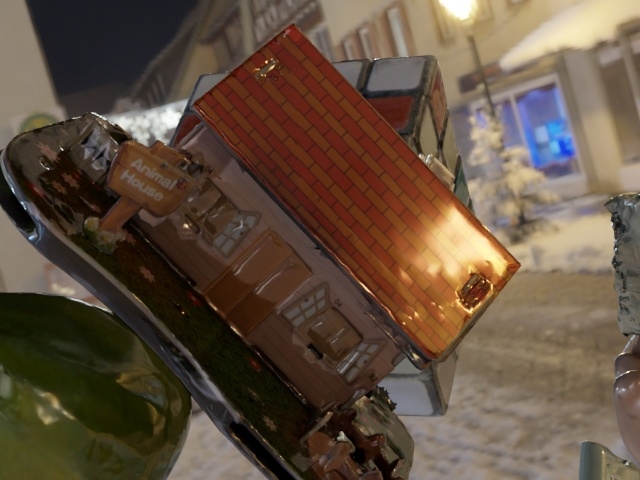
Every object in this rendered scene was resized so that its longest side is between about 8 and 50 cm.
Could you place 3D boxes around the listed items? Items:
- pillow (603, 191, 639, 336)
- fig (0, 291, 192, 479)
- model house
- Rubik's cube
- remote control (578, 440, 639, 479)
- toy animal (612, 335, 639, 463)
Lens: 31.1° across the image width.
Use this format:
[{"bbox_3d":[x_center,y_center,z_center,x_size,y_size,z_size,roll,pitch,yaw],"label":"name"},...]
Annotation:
[{"bbox_3d":[0.260,0.015,0.767,0.128,0.050,0.229,-8,-28,13],"label":"pillow"},{"bbox_3d":[-0.181,0.111,0.796,0.167,0.233,0.167,-14,45,15],"label":"fig"},{"bbox_3d":[-0.009,-0.001,0.634,0.154,0.294,0.207,-44,3,12],"label":"model house"},{"bbox_3d":[0.000,-0.001,1.119,0.253,0.259,0.256,-3,45,22],"label":"Rubik's cube"},{"bbox_3d":[0.334,0.380,1.317,0.103,0.293,0.051,31,-37,-32],"label":"remote control"},{"bbox_3d":[0.325,0.115,0.948,0.171,0.171,0.197,-14,24,39],"label":"toy animal"}]
